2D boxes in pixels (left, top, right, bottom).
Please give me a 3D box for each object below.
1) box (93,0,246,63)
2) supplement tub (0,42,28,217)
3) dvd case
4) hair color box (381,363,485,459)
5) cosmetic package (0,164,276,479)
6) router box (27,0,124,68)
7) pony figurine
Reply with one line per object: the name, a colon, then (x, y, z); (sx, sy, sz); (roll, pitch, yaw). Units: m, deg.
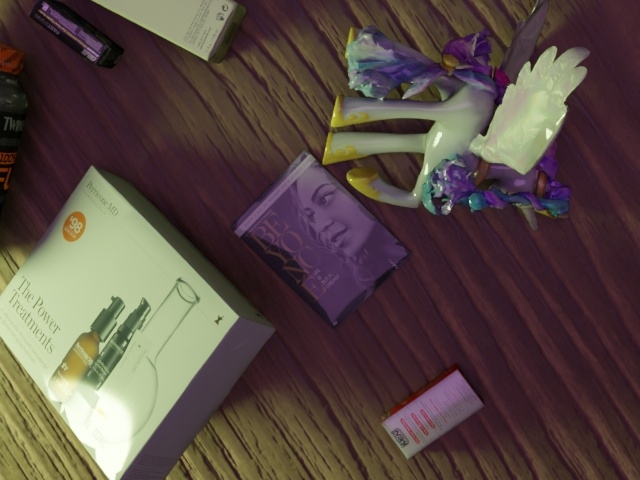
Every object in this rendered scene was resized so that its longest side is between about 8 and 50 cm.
box: (-0.249, -0.354, 1.589); (0.275, 0.113, 0.094); (28, 97, -1)
supplement tub: (-0.539, -0.126, 1.589); (0.207, 0.207, 0.338); (16, 98, 2)
dvd case: (0.000, 0.000, 1.658); (0.221, 0.018, 0.164); (45, 98, -2)
hair color box: (0.166, 0.254, 1.663); (0.141, 0.043, 0.072); (-36, 93, 6)
cosmetic package: (-0.275, 0.114, 1.558); (0.377, 0.097, 0.284); (41, 97, 34)
router box: (-0.349, -0.298, 1.611); (0.122, 0.092, 0.038); (37, 98, -1)
pony figurine: (0.202, -0.174, 1.522); (0.363, 0.303, 0.351); (12, 130, -1)
